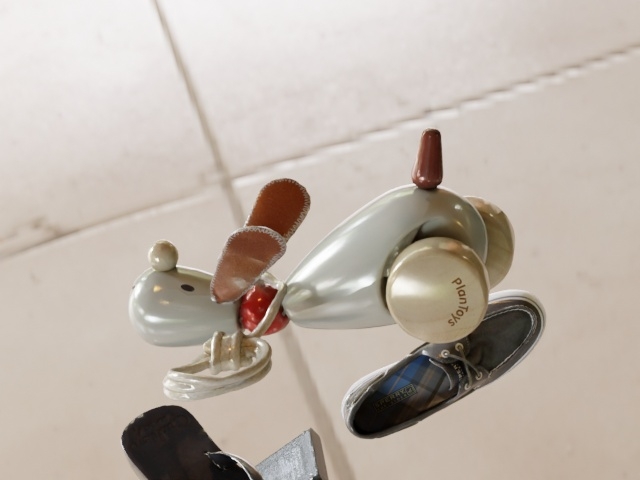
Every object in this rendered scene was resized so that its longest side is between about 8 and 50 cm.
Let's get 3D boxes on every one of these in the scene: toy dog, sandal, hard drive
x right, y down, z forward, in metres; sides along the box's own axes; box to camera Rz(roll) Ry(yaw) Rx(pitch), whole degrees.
[{"bbox_3d":[0.000,0.000,1.527,0.333,0.161,0.220,-13,15,-6],"label":"toy dog"},{"bbox_3d":[-0.095,0.217,1.608,0.097,0.054,0.254,-35,45,-24],"label":"sandal"},{"bbox_3d":[-0.054,0.272,2.015,0.135,0.022,0.094,-36,29,13],"label":"hard drive"}]

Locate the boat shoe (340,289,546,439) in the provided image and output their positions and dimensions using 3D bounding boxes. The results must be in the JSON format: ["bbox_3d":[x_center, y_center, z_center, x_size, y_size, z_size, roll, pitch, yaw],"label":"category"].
[{"bbox_3d":[0.120,0.126,1.807,0.228,0.080,0.076,-27,8,8],"label":"boat shoe"}]
